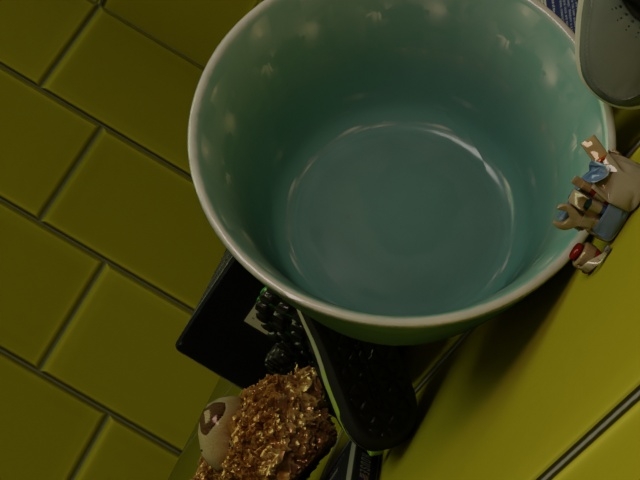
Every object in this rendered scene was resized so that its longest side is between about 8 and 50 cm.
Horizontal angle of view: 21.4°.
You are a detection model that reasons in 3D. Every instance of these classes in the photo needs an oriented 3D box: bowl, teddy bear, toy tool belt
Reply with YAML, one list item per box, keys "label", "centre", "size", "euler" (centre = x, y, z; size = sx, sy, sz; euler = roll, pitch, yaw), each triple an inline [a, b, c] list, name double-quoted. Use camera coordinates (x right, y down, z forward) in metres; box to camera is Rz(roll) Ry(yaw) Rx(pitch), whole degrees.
- label: "bowl"
  centre: [0.061, -0.045, 1.293]
  size: [0.311, 0.311, 0.163]
  euler: [-61, -14, -22]
- label: "teddy bear"
  centre: [-0.086, 0.238, 1.622]
  size: [0.245, 0.113, 0.338]
  euler: [-47, -10, -18]
- label: "toy tool belt"
  centre: [0.179, -0.025, 1.135]
  size: [0.083, 0.051, 0.052]
  euler: [-59, 5, 8]

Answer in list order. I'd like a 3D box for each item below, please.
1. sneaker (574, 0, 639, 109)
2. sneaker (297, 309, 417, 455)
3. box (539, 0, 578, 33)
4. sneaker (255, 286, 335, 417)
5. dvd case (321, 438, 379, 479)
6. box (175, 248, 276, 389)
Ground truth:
- label: "sneaker"
  centre: [0.232, -0.186, 1.073]
  size: [0.178, 0.124, 0.295]
  euler: [-53, -14, -56]
- label: "sneaker"
  centre: [0.015, 0.069, 1.420]
  size: [0.097, 0.084, 0.235]
  euler: [166, 92, -76]
- label: "box"
  centre: [0.191, -0.172, 1.395]
  size: [0.225, 0.036, 0.136]
  euler: [-26, 48, 32]
- label: "sneaker"
  centre: [0.023, 0.058, 1.614]
  size: [0.146, 0.134, 0.343]
  euler: [-57, -4, -16]
- label: "dvd case"
  centre: [-0.010, 0.272, 1.413]
  size: [0.179, 0.029, 0.239]
  euler: [-57, 6, 17]
- label: "box"
  centre: [0.000, 0.000, 2.051]
  size: [0.296, 0.182, 0.294]
  euler: [-54, 8, 32]
